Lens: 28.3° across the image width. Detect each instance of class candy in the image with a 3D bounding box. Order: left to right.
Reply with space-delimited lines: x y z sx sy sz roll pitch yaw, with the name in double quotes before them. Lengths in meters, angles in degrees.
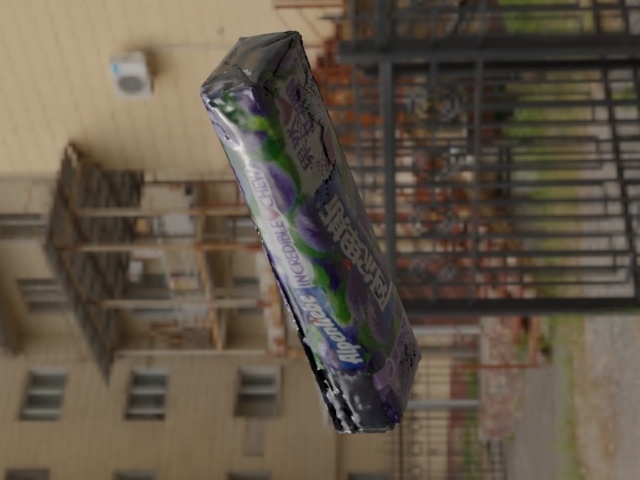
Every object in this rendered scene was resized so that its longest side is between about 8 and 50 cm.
"candy" 0.000 0.000 0.913 0.088 0.061 0.312 -67 -37 -49
